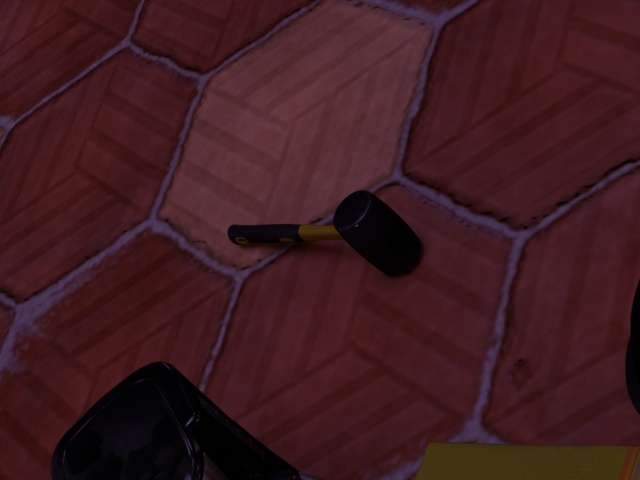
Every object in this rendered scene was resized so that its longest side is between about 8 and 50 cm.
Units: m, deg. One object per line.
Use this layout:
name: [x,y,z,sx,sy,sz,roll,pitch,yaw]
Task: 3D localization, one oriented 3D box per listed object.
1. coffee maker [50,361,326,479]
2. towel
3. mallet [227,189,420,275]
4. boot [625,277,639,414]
coffee maker: [-0.079,0.165,1.065,0.171,0.178,0.120,20,71,49]
towel: [0.145,0.164,0.993,0.237,0.021,0.102,-5,48,41]
mallet: [0.000,0.000,1.261,0.189,0.062,0.039,-8,49,57]
boot: [0.227,-0.085,0.940,0.131,0.260,0.348,12,65,47]
